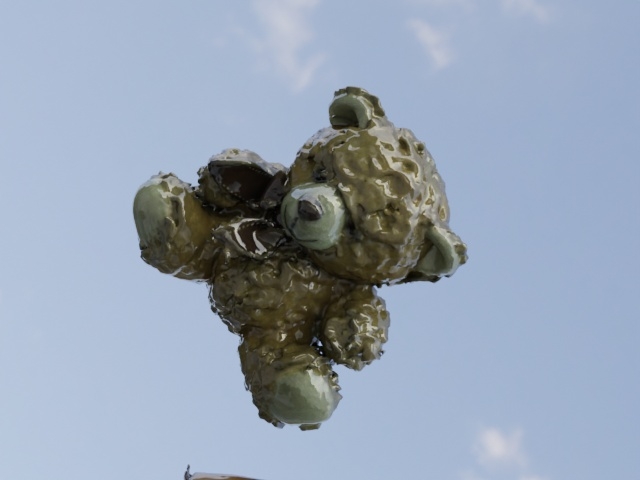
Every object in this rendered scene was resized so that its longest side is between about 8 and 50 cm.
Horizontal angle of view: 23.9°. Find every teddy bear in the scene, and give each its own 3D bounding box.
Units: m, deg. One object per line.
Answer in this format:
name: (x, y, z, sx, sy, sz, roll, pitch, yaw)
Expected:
teddy bear: (0.000, 0.000, 1.317, 0.256, 0.156, 0.267, -38, -97, 30)

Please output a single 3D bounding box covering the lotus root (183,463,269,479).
lotus root: (-0.009, 0.300, 1.123, 0.192, 0.272, 0.272, 0, -62, 4)
